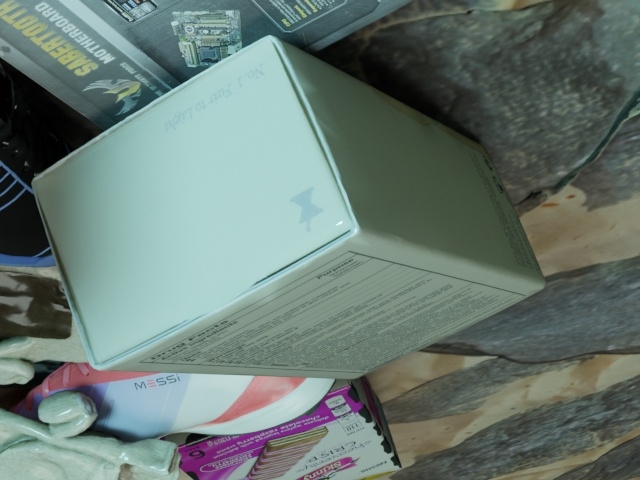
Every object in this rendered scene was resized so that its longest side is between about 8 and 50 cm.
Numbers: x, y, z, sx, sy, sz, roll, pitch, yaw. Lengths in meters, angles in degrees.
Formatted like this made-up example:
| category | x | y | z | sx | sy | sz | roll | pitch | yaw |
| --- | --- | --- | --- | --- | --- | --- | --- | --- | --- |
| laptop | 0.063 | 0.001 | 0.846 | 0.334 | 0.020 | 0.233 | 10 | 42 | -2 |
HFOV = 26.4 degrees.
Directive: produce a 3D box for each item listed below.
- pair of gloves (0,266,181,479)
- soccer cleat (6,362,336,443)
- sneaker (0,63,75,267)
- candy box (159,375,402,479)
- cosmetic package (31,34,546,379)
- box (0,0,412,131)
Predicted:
| category | x | y | z | sx | sy | sz | roll | pitch | yaw |
| --- | --- | --- | --- | --- | --- | --- | --- | --- | --- |
| pair of gloves | -0.179 | 0.102 | 0.902 | 0.204 | 0.042 | 0.240 | 16 | 124 | -10 |
| soccer cleat | -0.148 | 0.105 | 0.990 | 0.318 | 0.108 | 0.116 | -20 | 127 | 17 |
| sneaker | -0.176 | -0.050 | 0.690 | 0.090 | 0.081 | 0.232 | -26 | 150 | 31 |
| candy box | -0.032 | 0.159 | 1.158 | 0.159 | 0.071 | 0.233 | -21 | 152 | 5 |
| cosmetic package | 0.000 | 0.000 | 0.782 | 0.160 | 0.113 | 0.309 | -28 | 162 | 19 |
| box | -0.076 | -0.143 | 0.606 | 0.183 | 0.056 | 0.231 | -25 | 151 | 17 |
